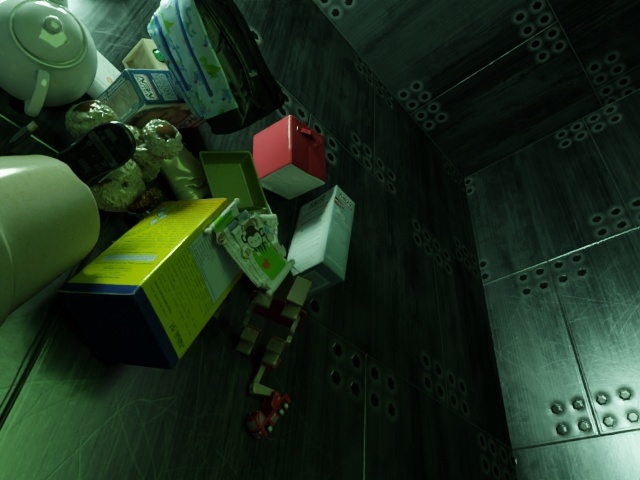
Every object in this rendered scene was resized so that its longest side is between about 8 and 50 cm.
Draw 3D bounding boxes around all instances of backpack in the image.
[{"bbox_3d":[-0.277,-0.484,1.252,0.290,0.273,0.355,-56,138,-51],"label":"backpack"}]

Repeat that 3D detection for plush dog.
[{"bbox_3d":[-0.482,-0.172,1.141,0.263,0.210,0.225,16,64,-12],"label":"plush dog"}]

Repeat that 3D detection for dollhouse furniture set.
[{"bbox_3d":[-0.164,0.163,1.245,0.259,0.262,0.135,23,39,1],"label":"dollhouse furniture set"}]

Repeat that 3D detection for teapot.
[{"bbox_3d":[-0.610,-0.429,1.056,0.252,0.187,0.256,-44,110,-37],"label":"teapot"}]

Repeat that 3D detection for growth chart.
[{"bbox_3d":[-0.153,0.014,1.108,0.237,0.021,0.172,51,37,-23],"label":"growth chart"}]

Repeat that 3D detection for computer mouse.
[{"bbox_3d":[-0.534,-0.190,1.022,0.184,0.262,0.060,52,2,-11],"label":"computer mouse"}]

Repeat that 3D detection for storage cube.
[{"bbox_3d":[-0.110,-0.282,1.668,0.184,0.215,0.193,23,56,-45],"label":"storage cube"}]

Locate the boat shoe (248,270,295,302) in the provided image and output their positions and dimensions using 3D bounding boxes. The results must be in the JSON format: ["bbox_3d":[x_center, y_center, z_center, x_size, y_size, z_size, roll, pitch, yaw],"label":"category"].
[{"bbox_3d":[-0.173,0.071,1.405,0.302,0.109,0.098,56,-13,-25],"label":"boat shoe"}]

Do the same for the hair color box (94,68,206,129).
[{"bbox_3d":[-0.429,-0.386,1.333,0.347,0.174,0.105,-31,94,-57],"label":"hair color box"}]

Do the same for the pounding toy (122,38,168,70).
[{"bbox_3d":[-0.471,-0.503,1.389,0.100,0.141,0.130,-28,90,-58],"label":"pounding toy"}]

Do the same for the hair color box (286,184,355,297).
[{"bbox_3d":[0.000,0.000,1.627,0.113,0.185,0.374,42,38,-28],"label":"hair color box"}]

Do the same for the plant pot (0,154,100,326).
[{"bbox_3d":[-0.559,-0.012,0.792,0.333,0.334,0.305,56,22,-9],"label":"plant pot"}]

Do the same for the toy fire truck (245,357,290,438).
[{"bbox_3d":[-0.145,0.407,1.260,0.135,0.047,0.192,57,34,-7],"label":"toy fire truck"}]

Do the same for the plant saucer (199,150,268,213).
[{"bbox_3d":[-0.254,-0.159,1.357,0.188,0.045,0.188,-13,84,-50],"label":"plant saucer"}]

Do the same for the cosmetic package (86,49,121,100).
[{"bbox_3d":[-0.634,-0.479,1.224,0.239,0.060,0.099,44,38,-25],"label":"cosmetic package"}]

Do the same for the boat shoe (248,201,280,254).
[{"bbox_3d":[-0.181,-0.055,1.502,0.098,0.096,0.277,-12,77,-57],"label":"boat shoe"}]

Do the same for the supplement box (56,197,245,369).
[{"bbox_3d":[-0.335,0.077,1.042,0.356,0.195,0.194,-59,142,-51],"label":"supplement box"}]

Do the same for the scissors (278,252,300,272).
[{"bbox_3d":[-0.180,-0.004,1.444,0.297,0.109,0.021,43,73,-14],"label":"scissors"}]

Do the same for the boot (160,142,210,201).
[{"bbox_3d":[-0.366,-0.223,1.379,0.203,0.095,0.262,54,38,-10],"label":"boot"}]
